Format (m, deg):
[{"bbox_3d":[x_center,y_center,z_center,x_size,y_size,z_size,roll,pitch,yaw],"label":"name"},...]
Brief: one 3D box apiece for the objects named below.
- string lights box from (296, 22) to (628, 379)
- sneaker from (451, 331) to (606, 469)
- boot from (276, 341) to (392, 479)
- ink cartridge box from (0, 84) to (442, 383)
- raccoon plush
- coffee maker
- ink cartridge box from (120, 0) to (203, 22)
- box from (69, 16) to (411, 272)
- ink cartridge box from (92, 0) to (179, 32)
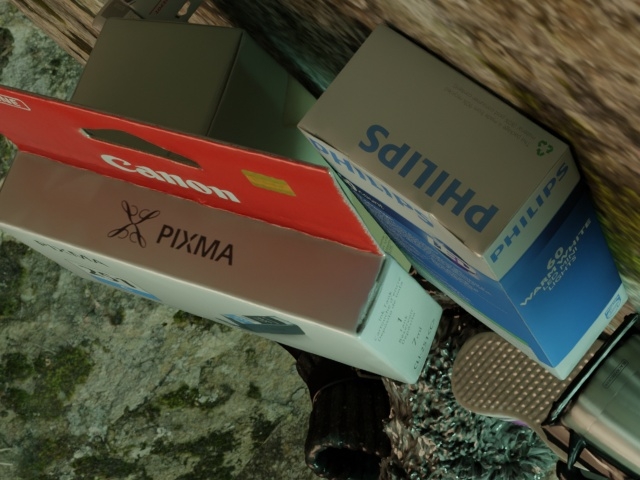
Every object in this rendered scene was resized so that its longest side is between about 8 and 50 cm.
[{"bbox_3d":[0.094,-0.012,0.849,0.133,0.077,0.260,38,176,26],"label":"string lights box"},{"bbox_3d":[0.252,0.143,1.234,0.161,0.102,0.282,20,180,-26],"label":"sneaker"},{"bbox_3d":[-0.011,0.141,1.653,0.348,0.260,0.131,12,149,-5],"label":"boot"},{"bbox_3d":[-0.092,-0.004,0.948,0.296,0.066,0.261,16,167,24],"label":"ink cartridge box"},{"bbox_3d":[0.075,0.163,1.441,0.446,0.299,0.216,41,176,-22],"label":"raccoon plush"},{"bbox_3d":[0.259,0.147,1.008,0.178,0.120,0.171,40,-165,15],"label":"coffee maker"},{"bbox_3d":[-0.131,-0.195,1.075,0.083,0.048,0.028,40,177,-29],"label":"ink cartridge box"},{"bbox_3d":[-0.053,-0.046,1.142,0.148,0.121,0.311,11,163,33],"label":"box"},{"bbox_3d":[-0.111,-0.149,1.442,0.224,0.056,0.181,43,175,-32],"label":"ink cartridge box"}]
